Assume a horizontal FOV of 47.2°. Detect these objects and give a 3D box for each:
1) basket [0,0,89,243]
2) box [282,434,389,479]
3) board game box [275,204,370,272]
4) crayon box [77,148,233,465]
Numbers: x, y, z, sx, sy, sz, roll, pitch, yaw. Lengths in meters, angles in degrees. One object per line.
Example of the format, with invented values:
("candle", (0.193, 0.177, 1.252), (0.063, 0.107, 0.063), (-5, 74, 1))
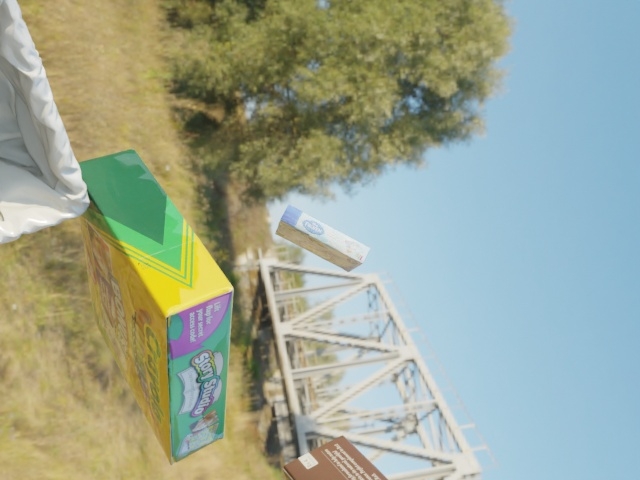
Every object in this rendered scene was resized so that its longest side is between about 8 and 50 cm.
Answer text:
("basket", (-0.517, -0.172, 0.944), (0.266, 0.328, 0.331), (-128, -156, -51))
("box", (0.072, 0.567, 1.309), (0.191, 0.143, 0.381), (28, -42, 61))
("board game box", (0.000, 0.000, 0.737), (0.020, 0.090, 0.090), (-62, -178, -10))
("crayon box", (-0.250, 0.103, 1.090), (0.313, 0.106, 0.363), (51, -33, 34))
